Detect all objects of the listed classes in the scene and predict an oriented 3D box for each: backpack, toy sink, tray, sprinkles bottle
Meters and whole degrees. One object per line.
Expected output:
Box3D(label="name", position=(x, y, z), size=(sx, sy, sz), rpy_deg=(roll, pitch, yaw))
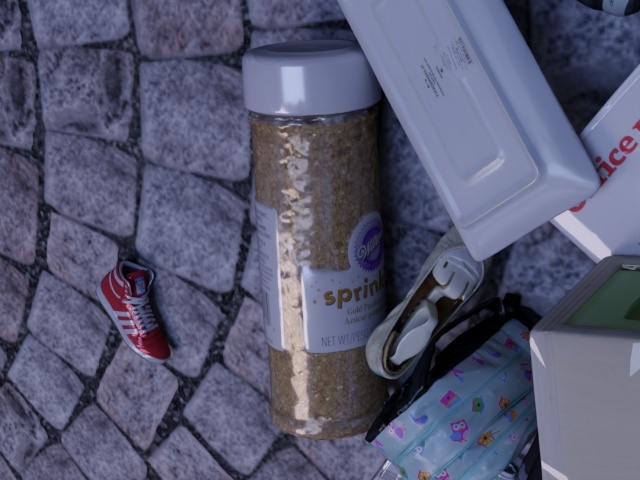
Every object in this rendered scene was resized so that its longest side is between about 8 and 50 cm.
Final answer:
Box3D(label="backpack", position=(0.125, 0.142, 0.919), size=(0.115, 0.182, 0.152), rpy_deg=(42, 123, 13))
Box3D(label="toy sink", position=(0.273, 0.089, 0.683), size=(0.234, 0.153, 0.131), rpy_deg=(3, 110, 34))
Box3D(label="tray", position=(0.095, -0.125, 0.824), size=(0.145, 0.030, 0.270), rpy_deg=(-37, 77, 48))
Box3D(label="sprinkles bottle", position=(0.000, 0.000, 0.986), size=(0.121, 0.121, 0.355), rpy_deg=(8, 111, 30))

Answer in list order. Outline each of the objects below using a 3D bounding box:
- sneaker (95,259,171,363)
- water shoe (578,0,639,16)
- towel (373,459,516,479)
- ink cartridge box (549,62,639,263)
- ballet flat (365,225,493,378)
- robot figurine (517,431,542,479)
Box3D(label="sneaker", position=(-0.196, 0.076, 1.184), size=(0.118, 0.042, 0.067), rpy_deg=(50, 128, 10))
Box3D(label="water shoe", position=(0.223, -0.266, 0.781), size=(0.080, 0.073, 0.203), rpy_deg=(26, 118, 25))
Box3D(label="towel", position=(0.112, 0.244, 1.061), size=(0.113, 0.023, 0.152), rpy_deg=(39, 123, 16))
Box3D(label="ink cartridge box", position=(0.324, -0.019, 0.777), size=(0.273, 0.115, 0.198), rpy_deg=(44, 125, 12))
Box3D(label="ballet flat", position=(0.103, 0.054, 0.942), size=(0.057, 0.052, 0.168), rpy_deg=(34, 94, -14))
Box3D(label="robot figurine", position=(0.244, 0.252, 0.889), size=(0.209, 0.173, 0.278), rpy_deg=(26, 122, 20))
